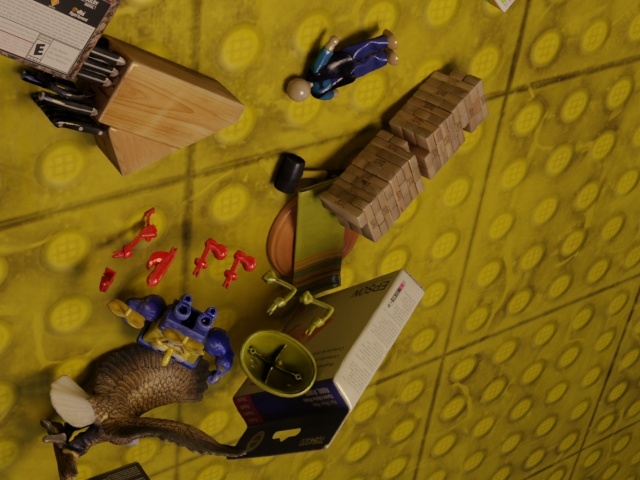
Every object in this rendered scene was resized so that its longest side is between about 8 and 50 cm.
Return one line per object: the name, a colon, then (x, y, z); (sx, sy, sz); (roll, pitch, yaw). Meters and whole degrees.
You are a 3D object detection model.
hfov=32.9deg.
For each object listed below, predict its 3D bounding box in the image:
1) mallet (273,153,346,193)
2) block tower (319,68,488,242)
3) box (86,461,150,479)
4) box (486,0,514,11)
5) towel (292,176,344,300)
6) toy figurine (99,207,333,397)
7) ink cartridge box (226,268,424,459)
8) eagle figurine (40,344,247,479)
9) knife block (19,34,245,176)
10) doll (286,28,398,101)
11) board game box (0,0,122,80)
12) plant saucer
mallet: (-0.002, -0.104, 1.827); (0.190, 0.039, 0.062); (6, 120, -49)
block tower: (0.145, -0.144, 1.823); (0.335, 0.091, 0.097); (-47, 142, -19)
box: (-0.334, 0.531, 1.944); (0.108, 0.207, 0.153); (-15, 132, -32)
box: (0.250, -0.467, 1.675); (0.114, 0.103, 0.203); (-49, 141, 3)
towel: (0.000, 0.000, 1.868); (0.102, 0.021, 0.237); (-21, 135, -29)
toy figurine: (-0.188, 0.133, 1.742); (0.217, 0.363, 0.191); (-45, -159, 59)
ink cartridge box: (-0.013, 0.210, 1.809); (0.071, 0.324, 0.330); (47, 56, -15)
eagle figurine: (-0.297, 0.290, 1.776); (0.298, 0.225, 0.226); (-19, 95, -10)
knife block: (-0.253, -0.221, 1.457); (0.276, 0.088, 0.242); (-28, 138, -20)
doll: (0.030, -0.271, 1.697); (0.189, 0.046, 0.129); (-27, 147, -12)
board game box: (-0.319, -0.359, 1.207); (0.291, 0.141, 0.232); (-55, 151, 11)
plant saucer: (-0.001, -0.012, 1.903); (0.200, 0.037, 0.200); (-24, 137, -24)
